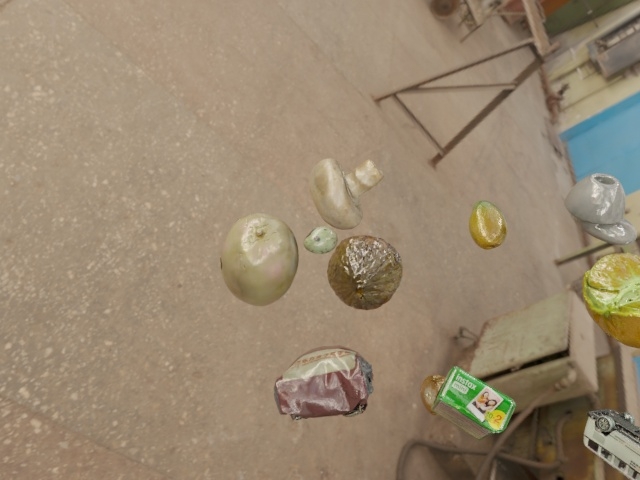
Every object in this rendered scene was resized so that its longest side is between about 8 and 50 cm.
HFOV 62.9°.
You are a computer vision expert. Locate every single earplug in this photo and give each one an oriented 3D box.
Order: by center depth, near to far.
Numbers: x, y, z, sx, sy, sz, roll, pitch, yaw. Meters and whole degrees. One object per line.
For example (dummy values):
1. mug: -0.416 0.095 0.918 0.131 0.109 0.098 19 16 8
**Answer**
1. earplug: 0.952 -0.097 1.764 0.325 0.175 0.214 34 13 -41

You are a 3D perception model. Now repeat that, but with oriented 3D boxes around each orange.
1. orange: 0.656 0.136 1.075 0.237 0.179 0.159 -130 -153 -66

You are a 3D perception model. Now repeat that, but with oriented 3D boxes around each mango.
1. mango: 0.553 -0.057 1.740 0.130 0.092 0.195 1 48 -6

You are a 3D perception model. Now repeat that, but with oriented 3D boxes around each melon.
1. melon: -0.174 0.057 1.496 0.223 0.317 0.223 4 54 -5

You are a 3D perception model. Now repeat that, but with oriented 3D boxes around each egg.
1. egg: 0.000 0.000 1.616 0.110 0.085 0.085 -13 72 -13

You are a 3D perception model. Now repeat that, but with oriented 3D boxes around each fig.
1. fig: 0.164 0.132 1.877 0.286 0.286 0.369 54 8 -7

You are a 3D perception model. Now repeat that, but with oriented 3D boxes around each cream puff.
1. cream puff: 0.396 0.505 1.709 0.103 0.144 0.126 5 88 -20

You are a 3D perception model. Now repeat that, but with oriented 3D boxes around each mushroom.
1. mushroom: 0.065 -0.143 1.472 0.209 0.206 0.206 -42 102 -13

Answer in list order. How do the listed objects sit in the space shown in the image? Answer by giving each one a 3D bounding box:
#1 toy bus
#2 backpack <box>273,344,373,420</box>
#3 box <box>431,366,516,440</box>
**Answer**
1. toy bus: 0.575 0.386 0.942 0.087 0.194 0.089 5 105 -29
2. backpack: 0.021 0.415 1.557 0.317 0.283 0.197 10 71 -83
3. box: 0.397 0.438 1.388 0.180 0.250 0.103 29 70 17
